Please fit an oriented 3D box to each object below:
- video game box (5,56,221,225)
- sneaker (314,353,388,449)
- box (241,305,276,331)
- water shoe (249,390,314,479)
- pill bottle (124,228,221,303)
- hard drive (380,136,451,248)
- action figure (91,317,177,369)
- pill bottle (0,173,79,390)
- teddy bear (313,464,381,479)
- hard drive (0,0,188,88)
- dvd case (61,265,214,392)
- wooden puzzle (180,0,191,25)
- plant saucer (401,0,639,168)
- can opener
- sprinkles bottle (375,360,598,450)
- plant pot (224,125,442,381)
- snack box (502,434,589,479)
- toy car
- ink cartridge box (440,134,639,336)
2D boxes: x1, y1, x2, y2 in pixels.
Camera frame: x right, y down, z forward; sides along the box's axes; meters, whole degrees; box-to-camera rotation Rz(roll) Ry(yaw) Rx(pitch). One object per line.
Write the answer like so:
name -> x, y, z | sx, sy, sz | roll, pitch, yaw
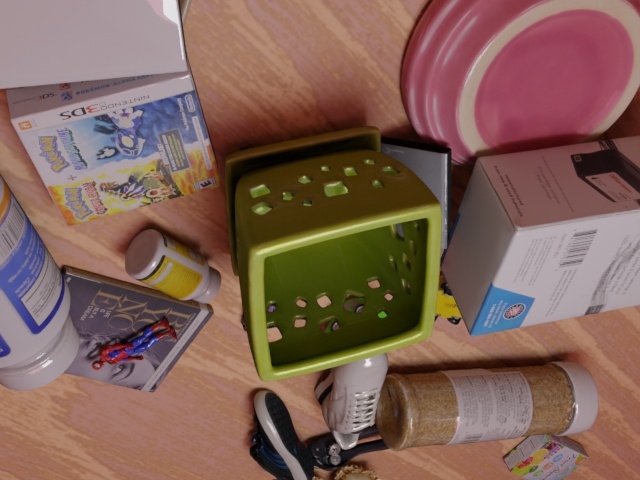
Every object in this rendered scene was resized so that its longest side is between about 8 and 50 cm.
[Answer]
video game box -> -0.214, -0.106, 1.154 | 0.187, 0.048, 0.205 | -13, 149, -2
sneaker -> 0.055, 0.223, 1.554 | 0.090, 0.095, 0.235 | -6, 152, -13
box -> -0.069, 0.086, 1.463 | 0.067, 0.018, 0.083 | -6, 133, -20
water shoe -> -0.076, 0.311, 1.633 | 0.080, 0.073, 0.203 | -13, 127, 16
pill bottle -> -0.180, 0.036, 1.332 | 0.065, 0.065, 0.116 | -43, 133, 17
hard drive -> 0.118, -0.060, 1.350 | 0.022, 0.094, 0.135 | -45, 139, -49
action figure -> -0.245, 0.140, 1.402 | 0.115, 0.030, 0.038 | -24, 142, 2
pill bottle -> -0.371, 0.046, 1.191 | 0.152, 0.152, 0.272 | -22, 137, -4
teddy bear -> 0.020, 0.512, 1.862 | 0.245, 0.113, 0.338 | -29, 129, -7
hard drive -> -0.309, -0.244, 0.966 | 0.353, 0.047, 0.233 | -6, 130, -3
dvd case -> -0.272, 0.122, 1.405 | 0.221, 0.018, 0.164 | 19, 121, -37
wooden puzzle -> -0.218, -0.298, 1.013 | 0.238, 0.044, 0.221 | 3, 130, -27
plant saucer -> 0.264, -0.207, 1.295 | 0.332, 0.084, 0.332 | -14, 136, -14
can opener -> 0.063, 0.323, 1.734 | 0.186, 0.073, 0.059 | -16, 97, -15
sprinkles bottle -> 0.267, 0.261, 1.709 | 0.355, 0.121, 0.121 | 0, 131, -24
plant pot -> 0.000, 0.000, 1.279 | 0.227, 0.207, 0.228 | -13, 135, -13
snack box -> 0.414, 0.399, 1.969 | 0.100, 0.037, 0.141 | -43, 134, 19
toy car -> 0.097, 0.079, 1.510 | 0.225, 0.053, 0.239 | -33, 135, 8
ink cartridge box -> 0.334, -0.010, 1.378 | 0.307, 0.129, 0.223 | -9, 143, -16
